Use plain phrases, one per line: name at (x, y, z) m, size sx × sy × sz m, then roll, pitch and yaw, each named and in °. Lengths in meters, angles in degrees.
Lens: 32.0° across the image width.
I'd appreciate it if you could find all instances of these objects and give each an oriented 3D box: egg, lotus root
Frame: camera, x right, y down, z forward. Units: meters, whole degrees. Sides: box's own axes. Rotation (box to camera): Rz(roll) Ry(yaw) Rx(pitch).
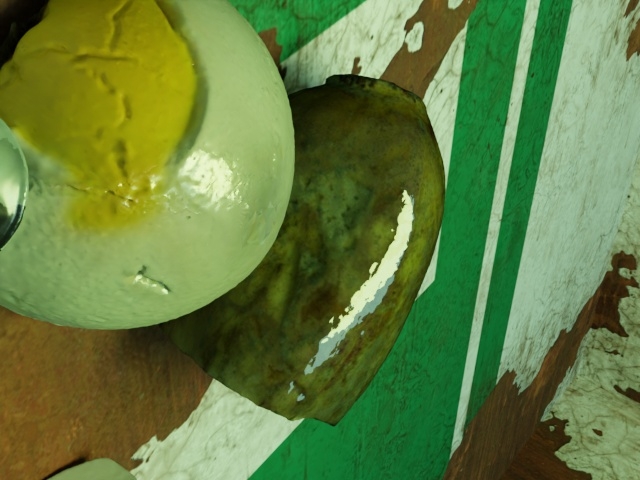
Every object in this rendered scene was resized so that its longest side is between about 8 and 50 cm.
egg at (-0.124, -0.052, 0.901) m, size 0.337 × 0.201 × 0.337 m, roll -44°, pitch 151°, yaw -32°
lotus root at (0.000, 0.000, 1.154) m, size 0.250 × 0.250 × 0.346 m, roll 20°, pitch 93°, yaw -65°

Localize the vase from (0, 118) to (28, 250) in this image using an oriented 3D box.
vase at (-0.311, -0.035, 0.603) m, size 0.165 × 0.165 × 0.360 m, roll -66°, pitch 162°, yaw 8°

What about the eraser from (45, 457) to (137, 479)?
eraser at (-0.271, 0.375, 1.162) m, size 0.174 × 0.095 × 0.270 m, roll -34°, pitch 142°, yaw -46°
